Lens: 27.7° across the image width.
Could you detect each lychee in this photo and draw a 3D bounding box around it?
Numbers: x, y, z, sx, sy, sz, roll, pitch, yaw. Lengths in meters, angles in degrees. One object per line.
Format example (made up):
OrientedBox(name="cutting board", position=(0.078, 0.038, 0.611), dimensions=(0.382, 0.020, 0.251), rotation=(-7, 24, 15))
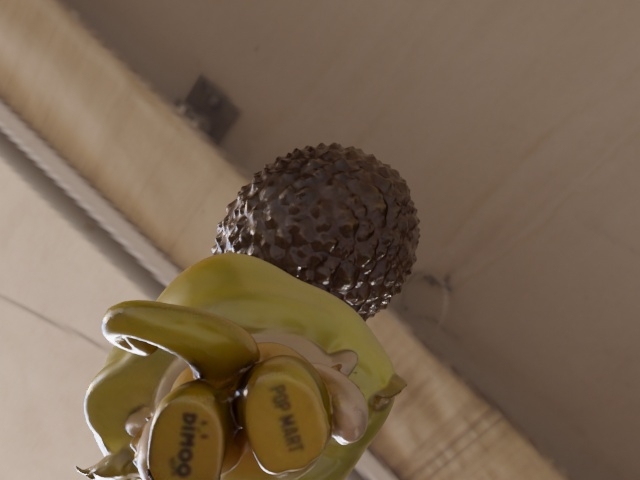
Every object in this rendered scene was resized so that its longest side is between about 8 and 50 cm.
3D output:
OrientedBox(name="lychee", position=(0.000, 0.000, 1.257), dimensions=(0.200, 0.200, 0.238), rotation=(44, -141, 5))

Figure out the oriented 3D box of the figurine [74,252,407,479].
OrientedBox(name="figurine", position=(-0.036, 0.068, 0.564), dimensions=(0.156, 0.246, 0.131), rotation=(-14, -93, -7))
